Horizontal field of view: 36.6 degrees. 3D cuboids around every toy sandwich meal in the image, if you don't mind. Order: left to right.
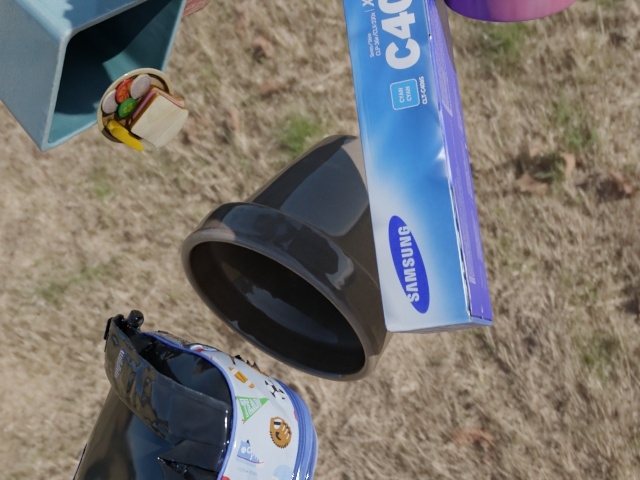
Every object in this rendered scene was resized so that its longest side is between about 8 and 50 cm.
[{"bbox_3d":[-0.158,-0.113,0.859,0.085,0.085,0.029,-44,58,-4],"label":"toy sandwich meal"}]

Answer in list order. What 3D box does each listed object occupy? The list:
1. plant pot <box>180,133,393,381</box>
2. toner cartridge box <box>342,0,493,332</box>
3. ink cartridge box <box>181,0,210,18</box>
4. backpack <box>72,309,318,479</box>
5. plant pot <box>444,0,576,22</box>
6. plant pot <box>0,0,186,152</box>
[{"bbox_3d":[0.000,0.000,1.152,0.263,0.263,0.229,16,58,29],"label":"plant pot"},{"bbox_3d":[0.087,-0.092,0.872,0.075,0.165,0.348,-9,81,16],"label":"toner cartridge box"},{"bbox_3d":[-0.203,-0.537,1.430,0.385,0.160,0.279,-32,93,46],"label":"ink cartridge box"},{"bbox_3d":[-0.127,0.231,0.982,0.263,0.213,0.276,4,78,59],"label":"backpack"},{"bbox_3d":[0.164,-0.298,0.831,0.201,0.180,0.201,-7,38,5],"label":"plant pot"},{"bbox_3d":[-0.382,-0.334,1.413,0.252,0.247,0.248,43,50,9],"label":"plant pot"}]
